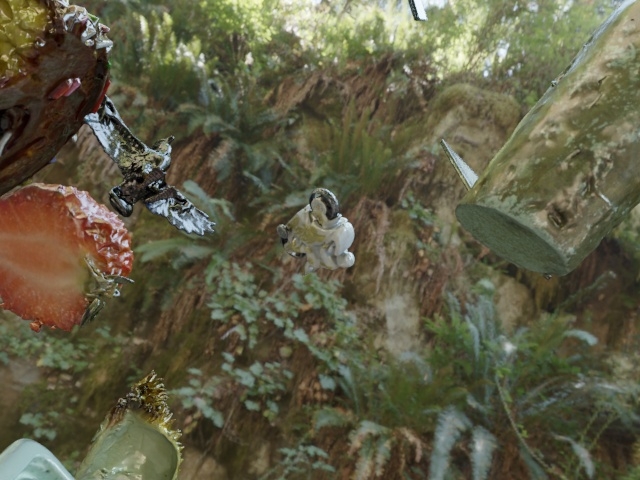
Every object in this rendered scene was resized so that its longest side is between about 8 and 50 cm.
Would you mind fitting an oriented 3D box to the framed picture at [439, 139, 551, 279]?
[{"bbox_3d":[0.406,-0.081,1.377,0.016,0.347,0.265,-41,-59,21],"label":"framed picture"}]

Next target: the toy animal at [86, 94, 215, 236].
[{"bbox_3d":[-0.175,-0.070,0.589,0.062,0.108,0.220,-29,-53,10],"label":"toy animal"}]

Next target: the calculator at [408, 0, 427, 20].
[{"bbox_3d":[0.146,-0.459,0.996,0.018,0.057,0.171,-14,-80,34],"label":"calculator"}]

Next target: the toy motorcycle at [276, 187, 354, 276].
[{"bbox_3d":[0.000,0.000,1.097,0.151,0.074,0.228,47,-37,6],"label":"toy motorcycle"}]

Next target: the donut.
[{"bbox_3d":[-0.253,-0.092,0.376,0.096,0.230,0.216,53,-24,0],"label":"donut"}]

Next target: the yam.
[{"bbox_3d":[0.192,-0.063,0.423,0.107,0.194,0.107,38,8,-7],"label":"yam"}]

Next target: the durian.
[{"bbox_3d":[-0.282,0.318,0.852,0.144,0.252,0.139,37,8,28],"label":"durian"}]

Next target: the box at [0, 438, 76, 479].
[{"bbox_3d":[-0.300,0.322,0.475,0.175,0.182,0.312,50,-9,-5],"label":"box"}]

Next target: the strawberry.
[{"bbox_3d":[-0.322,0.008,0.716,0.236,0.175,0.107,40,14,14],"label":"strawberry"}]
